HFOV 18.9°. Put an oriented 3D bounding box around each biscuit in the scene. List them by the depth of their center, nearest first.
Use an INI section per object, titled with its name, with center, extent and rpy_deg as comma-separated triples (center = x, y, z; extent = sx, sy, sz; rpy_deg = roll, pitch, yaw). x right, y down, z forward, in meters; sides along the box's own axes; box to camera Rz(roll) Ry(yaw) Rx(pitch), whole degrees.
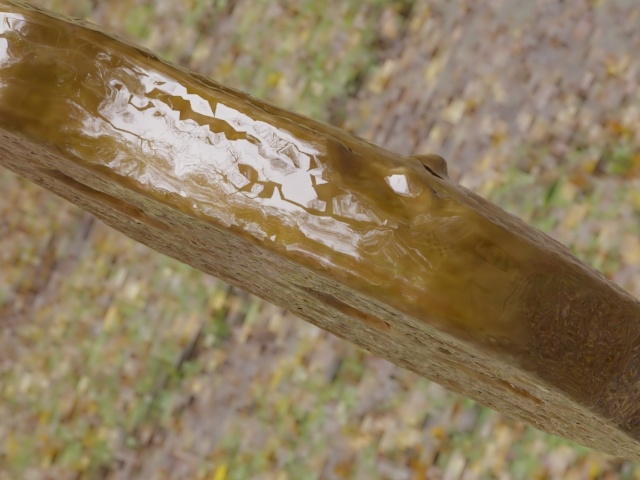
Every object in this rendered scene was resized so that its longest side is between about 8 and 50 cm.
[biscuit]
center = 0.001, -0.002, 0.586
extent = 0.049, 0.257, 0.273
rpy_deg = -65, -11, -7
